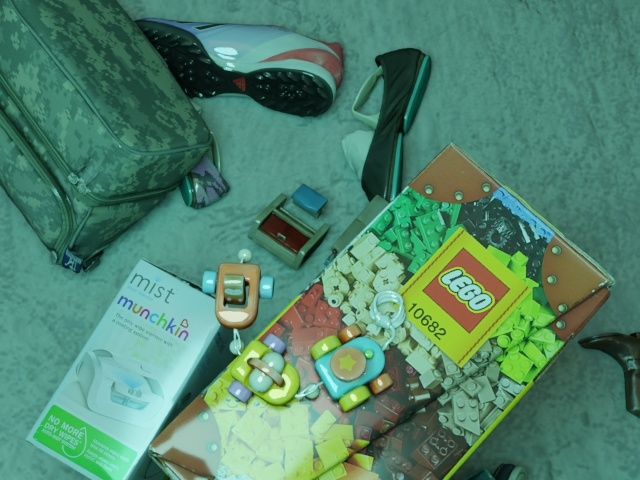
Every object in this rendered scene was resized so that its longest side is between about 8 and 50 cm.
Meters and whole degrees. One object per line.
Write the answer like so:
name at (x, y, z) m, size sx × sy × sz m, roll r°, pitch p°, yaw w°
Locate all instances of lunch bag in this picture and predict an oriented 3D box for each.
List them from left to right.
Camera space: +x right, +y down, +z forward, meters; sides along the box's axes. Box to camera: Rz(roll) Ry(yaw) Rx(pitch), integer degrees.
lunch bag at (-0.327, -0.142, 1.223) m, size 0.256 × 0.212 × 0.305 m, roll -42°, pitch 82°, yaw 31°

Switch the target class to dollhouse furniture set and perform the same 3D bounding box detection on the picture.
dollhouse furniture set at (0.000, 0.000, 1.216) m, size 0.183 × 0.129 × 0.129 m, roll 34°, pitch 44°, yaw 9°

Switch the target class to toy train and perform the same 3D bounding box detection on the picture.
toy train at (-0.017, 0.069, 0.737) m, size 0.166 × 0.046 × 0.125 m, roll 8°, pitch 73°, yaw 3°

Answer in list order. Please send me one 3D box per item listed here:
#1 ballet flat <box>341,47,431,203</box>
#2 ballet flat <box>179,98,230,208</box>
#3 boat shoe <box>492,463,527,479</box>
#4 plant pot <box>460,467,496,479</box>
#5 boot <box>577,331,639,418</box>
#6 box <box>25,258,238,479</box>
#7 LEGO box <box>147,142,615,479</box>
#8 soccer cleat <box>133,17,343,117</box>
ballet flat at (0.085, -0.150, 1.318) m, size 0.096 × 0.095 × 0.281 m, roll 9°, pitch 61°, yaw 12°
ballet flat at (-0.192, -0.149, 1.324) m, size 0.079 × 0.077 × 0.222 m, roll -21°, pitch 77°, yaw -27°
boat shoe at (0.171, 0.380, 1.137) m, size 0.079 × 0.095 × 0.255 m, roll 21°, pitch 84°, yaw 38°
plant pot at (0.114, 0.392, 0.998) m, size 0.234 × 0.165 × 0.166 m, roll -49°, pitch 65°, yaw 26°
boot at (0.398, 0.179, 1.238) m, size 0.106 × 0.037 × 0.114 m, roll -3°, pitch 77°, yaw 1°
box at (-0.206, 0.175, 1.112) m, size 0.126 × 0.262 × 0.231 m, roll 28°, pitch 73°, yaw 8°
LEGO box at (0.051, 0.174, 0.989) m, size 0.193 × 0.500 × 0.372 m, roll 42°, pitch 76°, yaw 12°
soccer cleat at (-0.122, -0.267, 1.353) m, size 0.318 × 0.109 × 0.116 m, roll 14°, pitch 50°, yaw 7°
